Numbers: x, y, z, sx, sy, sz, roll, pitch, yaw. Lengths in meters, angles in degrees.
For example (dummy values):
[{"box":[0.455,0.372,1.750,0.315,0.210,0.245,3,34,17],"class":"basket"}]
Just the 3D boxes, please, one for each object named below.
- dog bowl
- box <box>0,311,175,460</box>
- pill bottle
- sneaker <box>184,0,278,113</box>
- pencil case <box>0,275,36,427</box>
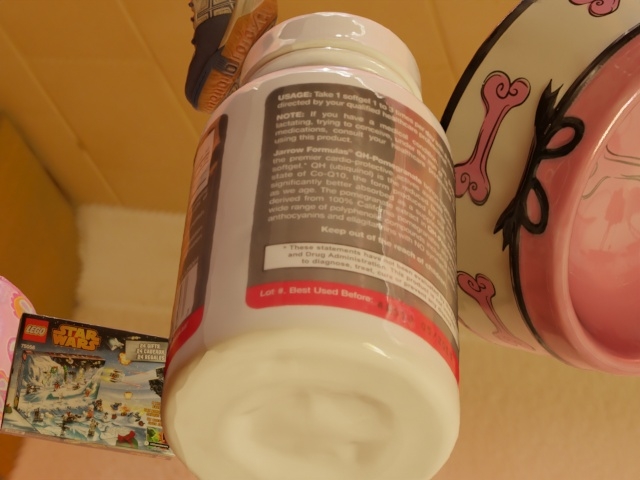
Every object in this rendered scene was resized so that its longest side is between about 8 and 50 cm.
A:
[{"box":[0.298,-0.053,1.468,0.408,0.408,0.150,-43,-139,-12],"class":"dog bowl"},{"box":[-0.175,0.115,1.241,0.137,0.027,0.094,12,-109,-12],"class":"box"},{"box":[0.000,0.000,1.018,0.176,0.176,0.318,-9,-135,13],"class":"pill bottle"},{"box":[-0.119,-0.306,1.963,0.131,0.112,0.296,22,-89,14],"class":"sneaker"},{"box":[-0.378,0.151,1.634,0.124,0.124,0.284,-11,-151,12],"class":"pencil case"}]
